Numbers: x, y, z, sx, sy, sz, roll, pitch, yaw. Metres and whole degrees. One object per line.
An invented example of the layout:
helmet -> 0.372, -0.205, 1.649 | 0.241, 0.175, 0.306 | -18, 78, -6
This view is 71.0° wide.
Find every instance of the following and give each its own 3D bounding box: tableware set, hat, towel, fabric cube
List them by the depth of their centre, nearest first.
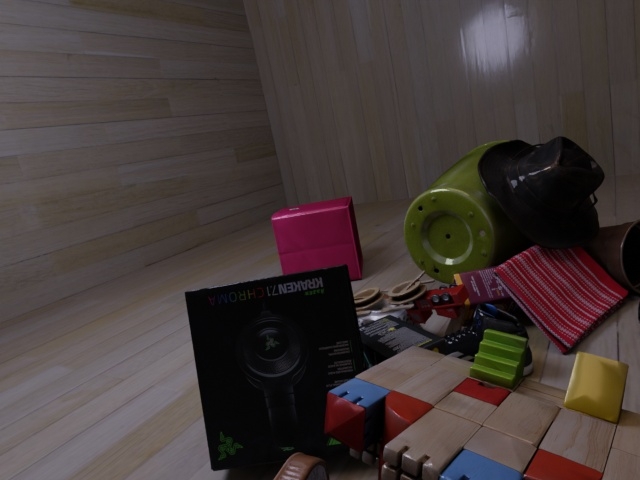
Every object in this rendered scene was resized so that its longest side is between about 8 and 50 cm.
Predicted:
towel -> 0.495, 0.090, 0.916 | 0.275, 0.198, 0.031 | -20, -27, -34
tableware set -> 0.140, 0.115, 0.988 | 0.194, 0.039, 0.128 | -16, 12, 40
hat -> 0.526, -0.139, 0.990 | 0.331, 0.331, 0.134 | -19, -21, -32
fabric cube -> 0.000, 0.000, 1.571 | 0.258, 0.258, 0.254 | -9, 11, 10

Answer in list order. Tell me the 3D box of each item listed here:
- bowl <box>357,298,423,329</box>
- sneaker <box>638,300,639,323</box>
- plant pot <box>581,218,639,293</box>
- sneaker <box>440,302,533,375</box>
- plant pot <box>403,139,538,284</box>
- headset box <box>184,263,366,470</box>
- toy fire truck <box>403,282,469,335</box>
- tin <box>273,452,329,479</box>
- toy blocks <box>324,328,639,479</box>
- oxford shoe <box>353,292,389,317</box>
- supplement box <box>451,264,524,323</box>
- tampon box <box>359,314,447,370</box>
bowl -> 0.145, 0.182, 1.016 | 0.170, 0.080, 0.170 | -11, 13, 2
sneaker -> 0.657, 0.103, 0.833 | 0.147, 0.104, 0.295 | -3, 18, 15
plant pot -> 0.676, 0.035, 1.041 | 0.167, 0.166, 0.165 | -16, 5, -21
sneaker -> 0.277, 0.171, 0.838 | 0.217, 0.121, 0.079 | -2, 14, 38
plant pot -> 0.403, -0.052, 1.156 | 0.367, 0.366, 0.353 | 1, 16, 45
headset box -> -0.055, 0.195, 0.699 | 0.247, 0.282, 0.131 | -9, -3, 5
toy fire truck -> 0.276, 0.160, 0.928 | 0.192, 0.135, 0.047 | -19, 10, 45
tin -> -0.038, 0.318, 0.488 | 0.040, 0.106, 0.190 | -5, 14, 27
toy blocks -> 0.154, 0.215, 0.429 | 0.382, 0.190, 0.261 | 10, 10, 38
oxford shoe -> 0.103, 0.175, 1.115 | 0.212, 0.076, 0.076 | -20, 23, -37
supplement box -> 0.391, 0.114, 0.989 | 0.188, 0.104, 0.080 | -11, 56, 1
tampon box -> 0.134, 0.215, 0.771 | 0.102, 0.120, 0.161 | -17, 13, -22
